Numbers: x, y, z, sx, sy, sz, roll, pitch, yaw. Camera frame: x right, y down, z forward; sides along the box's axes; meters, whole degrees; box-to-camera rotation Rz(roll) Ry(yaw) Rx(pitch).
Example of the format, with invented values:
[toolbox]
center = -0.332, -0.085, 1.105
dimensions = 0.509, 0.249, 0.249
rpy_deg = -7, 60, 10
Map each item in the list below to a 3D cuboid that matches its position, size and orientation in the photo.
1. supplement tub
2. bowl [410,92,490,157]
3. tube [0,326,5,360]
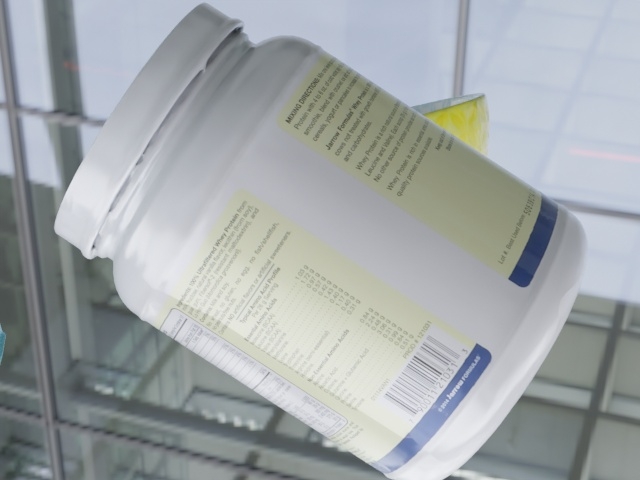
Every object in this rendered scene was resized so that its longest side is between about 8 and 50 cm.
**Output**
[supplement tub]
center = 0.000, 0.000, 0.959
dimensions = 0.325, 0.235, 0.235
rpy_deg = 33, -144, -2
[bowl]
center = 0.039, -0.036, 1.297
dimensions = 0.290, 0.156, 0.289
rpy_deg = -14, -173, 2
[tube]
center = -0.385, 0.034, 1.409
dimensions = 0.052, 0.207, 0.080
rpy_deg = -20, -156, 6
